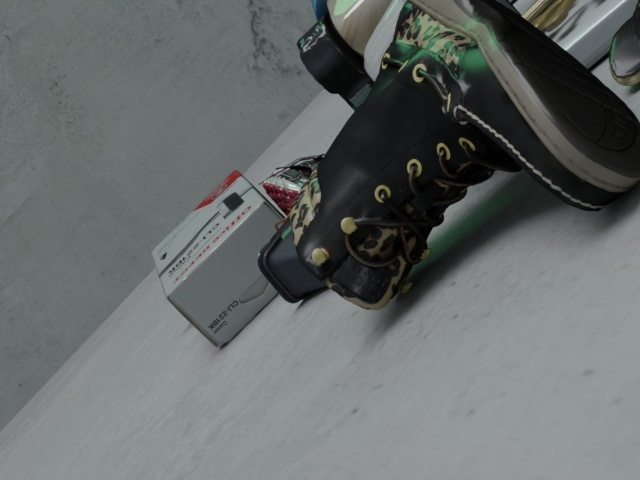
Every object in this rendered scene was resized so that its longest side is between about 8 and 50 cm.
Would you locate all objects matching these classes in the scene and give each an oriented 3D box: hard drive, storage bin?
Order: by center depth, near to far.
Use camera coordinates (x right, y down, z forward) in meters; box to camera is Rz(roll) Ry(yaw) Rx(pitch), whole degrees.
[{"bbox_3d":[0.370,-0.301,1.187,0.307,0.040,0.203,-41,10,22],"label":"hard drive"},{"bbox_3d":[0.000,0.000,1.330,0.091,0.098,0.135,-14,30,52],"label":"storage bin"}]

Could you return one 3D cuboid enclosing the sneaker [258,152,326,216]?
[{"bbox_3d":[-0.015,-0.079,1.615,0.112,0.121,0.299,-43,9,0],"label":"sneaker"}]

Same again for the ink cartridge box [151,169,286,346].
[{"bbox_3d":[-0.138,0.019,1.617,0.197,0.114,0.273,-45,19,0],"label":"ink cartridge box"}]

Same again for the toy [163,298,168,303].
[{"bbox_3d":[-0.159,0.044,1.853,0.237,0.056,0.137,-20,31,42],"label":"toy"}]

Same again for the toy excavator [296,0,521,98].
[{"bbox_3d":[0.162,-0.348,1.601,0.222,0.433,0.445,-40,39,26],"label":"toy excavator"}]

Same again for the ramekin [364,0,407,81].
[{"bbox_3d":[0.143,-0.185,1.183,0.109,0.207,0.207,-51,8,17],"label":"ramekin"}]

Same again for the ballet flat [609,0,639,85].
[{"bbox_3d":[0.315,-0.197,1.017,0.057,0.049,0.173,6,46,33],"label":"ballet flat"}]

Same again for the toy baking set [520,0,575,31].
[{"bbox_3d":[0.323,-0.306,1.215,0.256,0.030,0.196,-38,14,33],"label":"toy baking set"}]

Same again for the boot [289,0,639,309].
[{"bbox_3d":[0.105,-0.058,0.948,0.284,0.138,0.377,-58,32,21],"label":"boot"}]

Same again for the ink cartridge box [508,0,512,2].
[{"bbox_3d":[0.386,-0.515,2.004,0.208,0.045,0.206,-43,10,9],"label":"ink cartridge box"}]

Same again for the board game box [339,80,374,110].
[{"bbox_3d":[0.126,-0.294,1.912,0.186,0.126,0.026,-41,10,17],"label":"board game box"}]
